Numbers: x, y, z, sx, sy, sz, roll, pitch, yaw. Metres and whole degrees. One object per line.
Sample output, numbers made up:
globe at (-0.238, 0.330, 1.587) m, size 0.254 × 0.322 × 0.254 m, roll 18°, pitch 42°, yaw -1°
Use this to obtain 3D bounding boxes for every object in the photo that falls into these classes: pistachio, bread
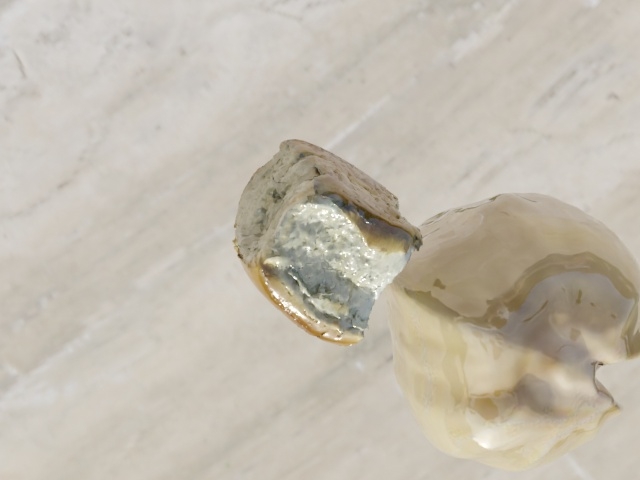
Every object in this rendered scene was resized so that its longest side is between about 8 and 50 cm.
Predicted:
pistachio at (0.103, 0.044, 0.849) m, size 0.157 × 0.229 × 0.157 m, roll 0°, pitch 99°, yaw 0°
bread at (-0.002, 0.001, 0.734) m, size 0.070 × 0.083 × 0.076 m, roll 28°, pitch 106°, yaw -22°
